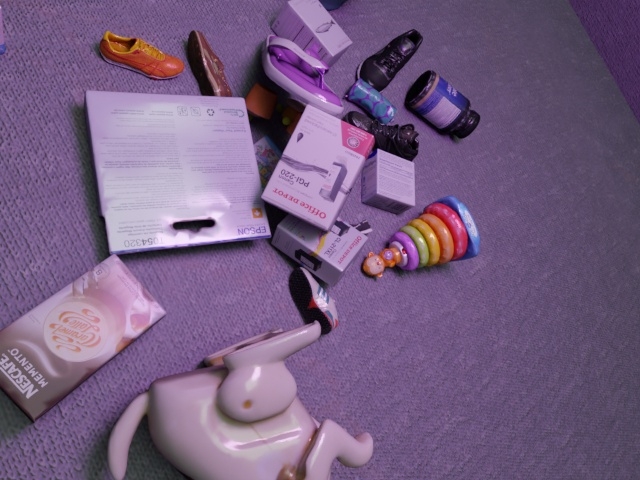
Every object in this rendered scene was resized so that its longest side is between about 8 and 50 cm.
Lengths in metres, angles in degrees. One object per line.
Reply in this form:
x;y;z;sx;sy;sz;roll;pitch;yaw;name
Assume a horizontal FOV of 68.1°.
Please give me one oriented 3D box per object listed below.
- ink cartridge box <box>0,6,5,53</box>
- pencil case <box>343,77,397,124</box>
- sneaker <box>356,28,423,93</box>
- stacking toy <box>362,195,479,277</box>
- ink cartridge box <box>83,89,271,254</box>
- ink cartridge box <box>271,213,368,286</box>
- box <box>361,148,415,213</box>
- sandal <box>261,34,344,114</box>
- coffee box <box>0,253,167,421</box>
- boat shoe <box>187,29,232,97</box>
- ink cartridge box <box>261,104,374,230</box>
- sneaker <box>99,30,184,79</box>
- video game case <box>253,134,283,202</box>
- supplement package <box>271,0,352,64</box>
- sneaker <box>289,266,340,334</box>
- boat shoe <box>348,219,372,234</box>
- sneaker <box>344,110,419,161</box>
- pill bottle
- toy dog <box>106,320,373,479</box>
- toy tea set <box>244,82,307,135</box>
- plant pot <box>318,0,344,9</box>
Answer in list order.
-0.623;-0.394;0.823;0.090;0.143;0.092;-40;95;-36;ink cartridge box
0.146;-0.390;1.347;0.152;0.064;0.070;36;96;-14;pencil case
0.210;-0.547;1.409;0.107;0.124;0.283;43;56;-10;sneaker
0.238;0.015;1.217;0.302;0.166;0.175;-22;88;-21;stacking toy
-0.288;-0.140;0.973;0.325;0.071;0.329;-6;80;-30;ink cartridge box
0.000;0.000;1.067;0.175;0.072;0.127;34;51;7;ink cartridge box
0.183;-0.157;1.276;0.126;0.072;0.137;15;65;-26;box
-0.051;-0.418;1.095;0.170;0.102;0.416;11;32;-31;sandal
-0.402;0.156;0.777;0.141;0.098;0.246;50;54;-6;coffee box
-0.259;-0.402;1.106;0.060;0.064;0.177;-20;89;-41;boat shoe
-0.004;-0.147;0.993;0.159;0.092;0.217;27;93;4;ink cartridge box
-0.380;-0.397;1.023;0.175;0.067;0.064;3;69;-32;sneaker
-0.140;-0.161;1.113;0.119;0.015;0.166;47;55;-8;video game case
-0.023;-0.555;1.280;0.179;0.105;0.105;48;54;-8;supplement package
-0.009;0.132;1.067;0.161;0.057;0.075;60;27;12;sneaker
0.079;-0.024;1.177;0.125;0.046;0.038;-18;82;-38;boat shoe
0.179;-0.297;1.294;0.228;0.130;0.087;37;55;-13;sneaker
0.383;-0.414;1.468;0.219;0.123;0.122;31;59;-19;pill bottle
-0.097;0.380;0.775;0.396;0.285;0.407;-18;84;-35;toy dog
-0.043;-0.246;1.151;0.336;0.124;0.200;35;21;5;toy tea set
0.054;-0.810;1.333;0.272;0.255;0.271;12;66;-29;plant pot
